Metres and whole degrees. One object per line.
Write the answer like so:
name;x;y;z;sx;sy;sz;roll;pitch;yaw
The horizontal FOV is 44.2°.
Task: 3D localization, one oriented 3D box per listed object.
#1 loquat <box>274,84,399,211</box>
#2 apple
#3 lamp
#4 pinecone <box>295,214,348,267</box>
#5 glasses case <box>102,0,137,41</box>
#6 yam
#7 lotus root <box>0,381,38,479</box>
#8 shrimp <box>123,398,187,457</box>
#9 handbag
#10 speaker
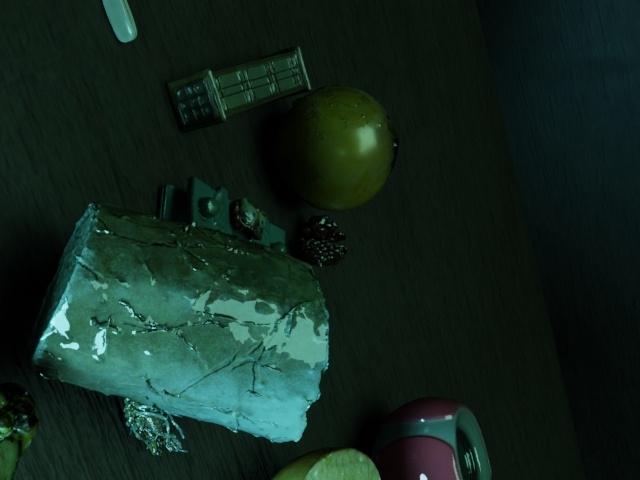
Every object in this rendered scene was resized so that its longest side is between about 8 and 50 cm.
loquat;0.030;-0.173;1.462;0.235;0.235;0.234;24;61;-56
apple;-0.012;0.479;1.262;0.251;0.163;0.292;0;82;-54
lamp;-0.127;-0.265;1.350;0.325;0.089;0.090;-36;113;-59
pinecone;-0.003;0.003;1.503;0.102;0.102;0.109;57;3;-36
glasses case;-0.290;-0.327;1.134;0.021;0.032;0.083;-48;123;-58
yam;-0.163;0.101;0.962;0.348;0.241;0.240;20;61;-28
lotus root;-0.397;0.200;0.681;0.309;0.173;0.173;-9;90;-61
shrimp;-0.231;0.210;1.046;0.076;0.082;0.174;-47;116;-49
handbag;-0.139;0.063;1.225;0.269;0.100;0.274;32;56;-53
speaker;0.234;0.462;1.607;0.294;0.294;0.294;24;61;-56
